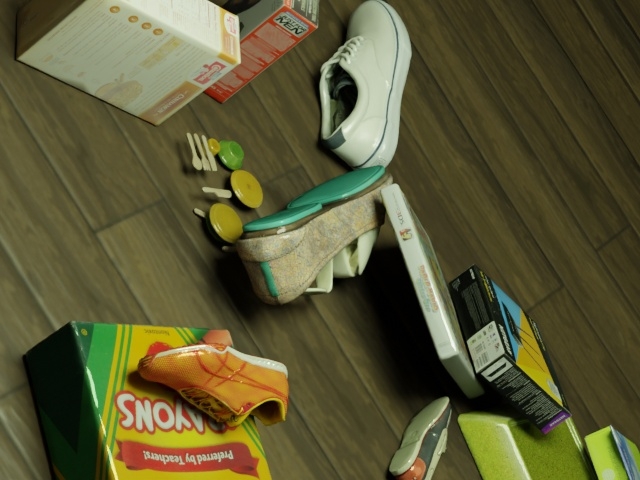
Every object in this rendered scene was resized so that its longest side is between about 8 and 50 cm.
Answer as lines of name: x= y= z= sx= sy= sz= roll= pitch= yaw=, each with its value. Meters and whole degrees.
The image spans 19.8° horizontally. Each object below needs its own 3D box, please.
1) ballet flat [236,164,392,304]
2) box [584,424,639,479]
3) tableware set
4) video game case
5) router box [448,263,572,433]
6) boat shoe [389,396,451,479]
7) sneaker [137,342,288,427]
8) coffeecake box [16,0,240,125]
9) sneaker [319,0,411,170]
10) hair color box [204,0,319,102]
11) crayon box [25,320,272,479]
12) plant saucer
ballet flat: x=0.000 y=0.000 z=2.013 sx=0.316 sy=0.108 sz=0.106 roll=-29 pitch=107 yaw=-59
box: x=0.365 y=0.287 z=2.199 sx=0.178 sy=0.042 sz=0.109 roll=35 pitch=34 yaw=-66
tableware set: x=-0.100 y=-0.045 z=1.995 sx=0.104 sy=0.024 sz=0.154 roll=6 pitch=58 yaw=-51
video game case: x=0.129 y=0.062 z=2.076 sx=0.227 sy=0.026 sz=0.206 roll=50 pitch=19 yaw=-70
router box: x=0.221 y=0.126 z=2.150 sx=0.133 sy=0.046 sz=0.179 roll=42 pitch=19 yaw=-30
boat shoe: x=0.117 y=0.225 z=2.015 sx=0.043 sy=0.049 sz=0.137 roll=50 pitch=39 yaw=-14
sneaker: x=-0.093 y=0.135 z=1.697 sx=0.175 sy=0.064 sz=0.067 roll=16 pitch=62 yaw=-39
coffeecake box: x=-0.198 y=-0.210 z=1.903 sx=0.185 sy=0.142 sz=0.068 roll=25 pitch=47 yaw=-36
sneaker: x=0.049 y=-0.203 z=2.220 sx=0.091 sy=0.094 sz=0.258 roll=33 pitch=43 yaw=-35
hair color box: x=-0.073 y=-0.238 z=2.045 sx=0.053 sy=0.167 sz=0.093 roll=32 pitch=42 yaw=-30
crayon box: x=-0.137 y=0.235 z=1.690 sx=0.202 sy=0.081 sz=0.318 roll=6 pitch=60 yaw=-47
plant saucer: x=0.264 y=0.271 z=2.150 sx=0.188 sy=0.045 sz=0.188 roll=-5 pitch=67 yaw=-51
